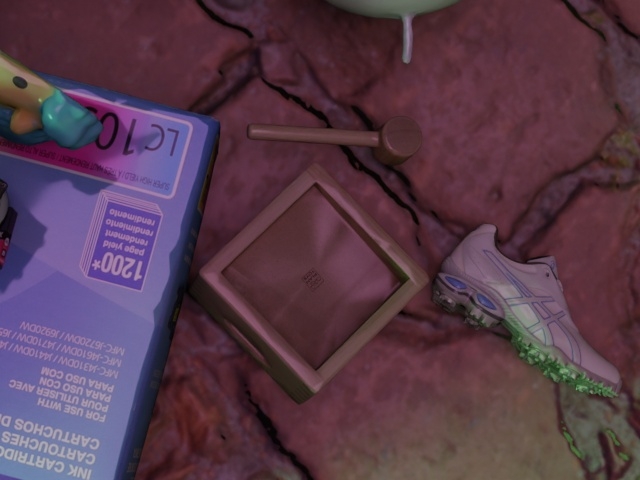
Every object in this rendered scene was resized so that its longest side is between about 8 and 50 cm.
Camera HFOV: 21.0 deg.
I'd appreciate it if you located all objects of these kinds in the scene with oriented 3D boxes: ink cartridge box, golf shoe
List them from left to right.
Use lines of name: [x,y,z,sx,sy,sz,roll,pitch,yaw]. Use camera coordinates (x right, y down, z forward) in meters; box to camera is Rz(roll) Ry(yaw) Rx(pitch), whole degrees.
ink cartridge box: [-0.248,0.076,1.253,0.270,0.151,0.395,14,85,0]
golf shoe: [0.177,0.055,1.367,0.176,0.069,0.086,35,79,-5]

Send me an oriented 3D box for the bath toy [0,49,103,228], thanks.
bath toy: [-0.284,0.036,1.103,0.129,0.151,0.348,34,85,19]

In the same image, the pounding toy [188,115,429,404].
pounding toy: [-0.003,-0.011,1.338,0.181,0.094,0.206,46,75,2]

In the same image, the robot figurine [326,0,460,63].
robot figurine: [0.035,-0.312,1.269,0.200,0.300,0.353,-10,68,-41]
